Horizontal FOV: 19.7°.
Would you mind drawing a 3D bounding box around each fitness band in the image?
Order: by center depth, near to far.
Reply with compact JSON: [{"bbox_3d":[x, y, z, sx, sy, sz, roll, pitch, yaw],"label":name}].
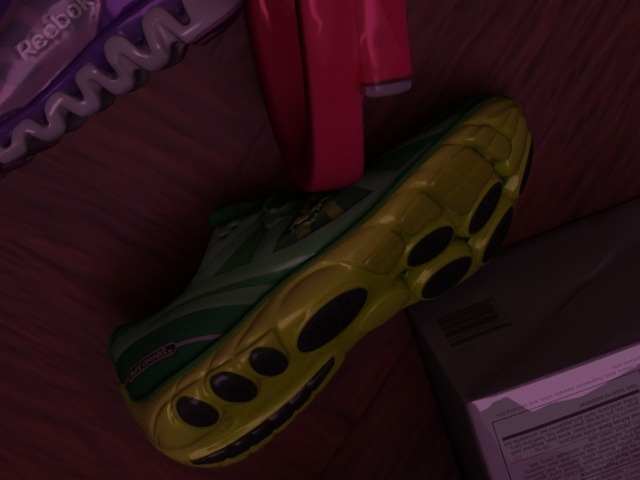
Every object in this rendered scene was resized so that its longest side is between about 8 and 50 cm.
[{"bbox_3d":[-0.009,-0.169,0.953,0.054,0.209,0.291,-10,109,-9],"label":"fitness band"}]

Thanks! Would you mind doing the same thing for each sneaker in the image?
[{"bbox_3d":[-0.160,-0.106,1.015,0.236,0.095,0.104,-34,95,5],"label":"sneaker"},{"bbox_3d":[0.000,0.000,1.053,0.295,0.123,0.109,-37,143,-16],"label":"sneaker"}]

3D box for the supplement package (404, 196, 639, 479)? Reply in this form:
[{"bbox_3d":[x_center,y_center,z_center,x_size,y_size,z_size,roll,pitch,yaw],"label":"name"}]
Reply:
[{"bbox_3d":[0.191,0.140,1.084,0.198,0.199,0.263,-20,109,-2],"label":"supplement package"}]
